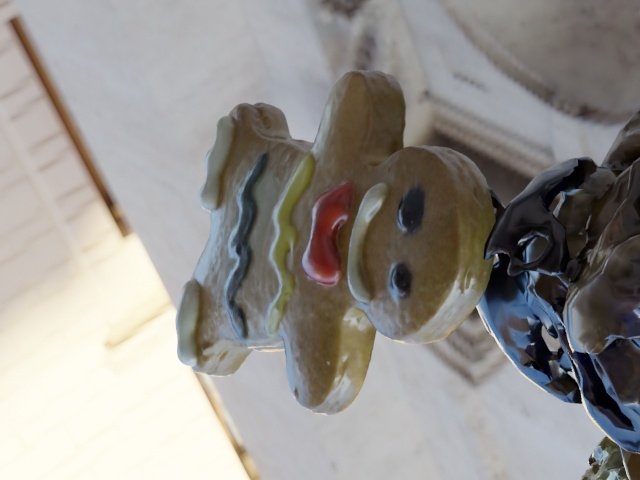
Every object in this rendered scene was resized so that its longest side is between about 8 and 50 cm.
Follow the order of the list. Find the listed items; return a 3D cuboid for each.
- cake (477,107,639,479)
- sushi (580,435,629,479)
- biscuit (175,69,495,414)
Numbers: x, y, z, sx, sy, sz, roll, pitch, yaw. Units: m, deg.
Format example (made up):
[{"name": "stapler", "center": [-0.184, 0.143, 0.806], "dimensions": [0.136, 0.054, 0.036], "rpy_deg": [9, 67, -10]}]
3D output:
[{"name": "cake", "center": [0.213, 0.007, 0.813], "dimensions": [0.332, 0.321, 0.332], "rpy_deg": [-30, -127, 50]}, {"name": "sushi", "center": [0.263, 0.213, 1.316], "dimensions": [0.184, 0.139, 0.274], "rpy_deg": [-21, -153, 53]}, {"name": "biscuit", "center": [-0.001, 0.000, 0.852], "dimensions": [0.240, 0.035, 0.158], "rpy_deg": [-1, -99, 60]}]
